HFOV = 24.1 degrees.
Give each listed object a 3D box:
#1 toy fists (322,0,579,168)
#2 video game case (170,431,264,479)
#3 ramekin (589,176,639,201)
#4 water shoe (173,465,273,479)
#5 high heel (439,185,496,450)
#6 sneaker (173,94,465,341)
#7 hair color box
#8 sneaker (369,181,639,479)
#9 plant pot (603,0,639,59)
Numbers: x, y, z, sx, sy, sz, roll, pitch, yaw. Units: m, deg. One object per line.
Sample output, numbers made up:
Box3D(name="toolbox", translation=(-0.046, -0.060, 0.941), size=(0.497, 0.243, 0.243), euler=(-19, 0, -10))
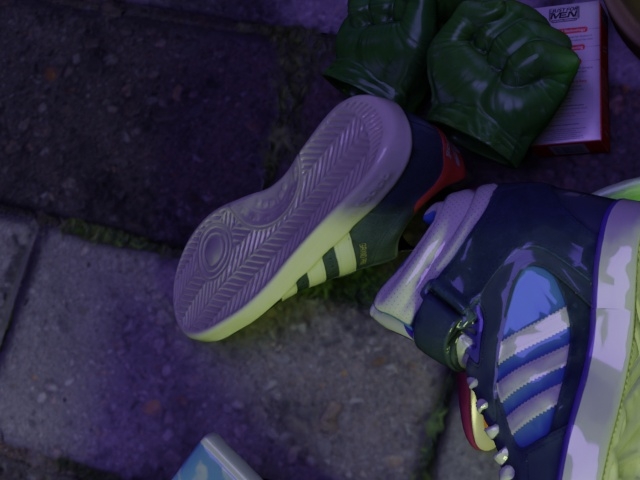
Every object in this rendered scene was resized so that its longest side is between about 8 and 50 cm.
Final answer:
Box3D(name="toy fists", translation=(0.121, -0.179, 1.435), size=(0.279, 0.096, 0.142), euler=(28, 85, 44))
Box3D(name="video game case", translation=(-0.079, 0.315, 1.388), size=(0.212, 0.023, 0.193), euler=(44, 117, 15))
Box3D(name="ramekin", translation=(0.307, 0.107, 1.277), size=(0.303, 0.148, 0.303), euler=(-6, 74, 21))
Box3D(name="water shoe", translation=(-0.049, 0.263, 1.417), size=(0.203, 0.080, 0.073), euler=(12, 81, 24))
Box3D(name="high heel", translation=(0.142, 0.070, 1.411), size=(0.117, 0.082, 0.244), euler=(4, 91, 55))
Box3D(name="sneaker", translation=(0.000, 0.000, 1.456), size=(0.350, 0.148, 0.131), euler=(-37, 54, 36))
Box3D(name="hair color box", translation=(0.238, -0.154, 1.434), size=(0.072, 0.043, 0.141), euler=(-3, 76, 22))
Box3D(name="sneaker", translation=(0.145, 0.111, 1.201), size=(0.236, 0.130, 0.322), euler=(5, 83, 33))
Box3D(name="plant pot", translation=(0.359, -0.285, 1.319), size=(0.263, 0.229, 0.263), euler=(-5, 75, 20))
